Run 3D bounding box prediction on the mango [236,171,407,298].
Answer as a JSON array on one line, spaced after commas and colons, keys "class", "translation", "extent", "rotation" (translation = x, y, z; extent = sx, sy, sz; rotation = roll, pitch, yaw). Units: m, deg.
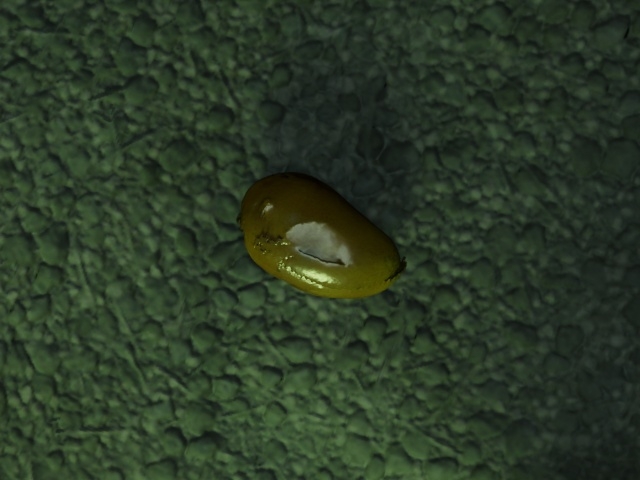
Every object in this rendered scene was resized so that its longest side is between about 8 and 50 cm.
[{"class": "mango", "translation": [0.000, 0.000, 0.571], "extent": [0.127, 0.063, 0.077], "rotation": [29, 83, -1]}]
